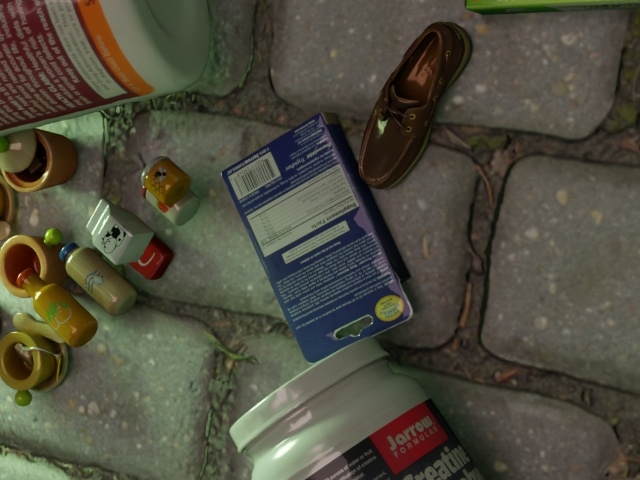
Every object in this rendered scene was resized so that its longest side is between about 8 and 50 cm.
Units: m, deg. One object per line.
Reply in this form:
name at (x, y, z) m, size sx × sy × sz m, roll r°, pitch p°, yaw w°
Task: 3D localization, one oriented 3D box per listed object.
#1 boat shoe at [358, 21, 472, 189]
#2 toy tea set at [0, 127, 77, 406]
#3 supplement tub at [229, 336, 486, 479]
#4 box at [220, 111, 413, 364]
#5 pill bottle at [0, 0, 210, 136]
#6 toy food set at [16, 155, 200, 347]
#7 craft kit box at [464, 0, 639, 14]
boat shoe at (0.080, -0.131, 1.069) m, size 0.064 × 0.060 × 0.178 m, roll 34°, pitch 108°, yaw 20°
toy tea set at (-0.388, 0.020, 1.273) m, size 0.200 × 0.124 × 0.336 m, roll 11°, pitch 99°, yaw 25°
supplement tub at (0.057, 0.247, 1.037) m, size 0.191 × 0.191 × 0.272 m, roll -39°, pitch 78°, yaw 23°
box at (0.000, 0.000, 1.131) m, size 0.136 × 0.036 × 0.225 m, roll -28°, pitch 80°, yaw 25°
pill bottle at (-0.334, -0.223, 1.145) m, size 0.392 × 0.224 × 0.224 m, roll -11°, pitch 89°, yaw 17°
toy food set at (-0.224, -0.008, 1.198) m, size 0.104 × 0.111 × 0.232 m, roll 40°, pitch 112°, yaw 18°
craft kit box at (0.255, -0.328, 0.974) m, size 0.250 × 0.061 × 0.246 m, roll 4°, pitch 93°, yaw 26°
